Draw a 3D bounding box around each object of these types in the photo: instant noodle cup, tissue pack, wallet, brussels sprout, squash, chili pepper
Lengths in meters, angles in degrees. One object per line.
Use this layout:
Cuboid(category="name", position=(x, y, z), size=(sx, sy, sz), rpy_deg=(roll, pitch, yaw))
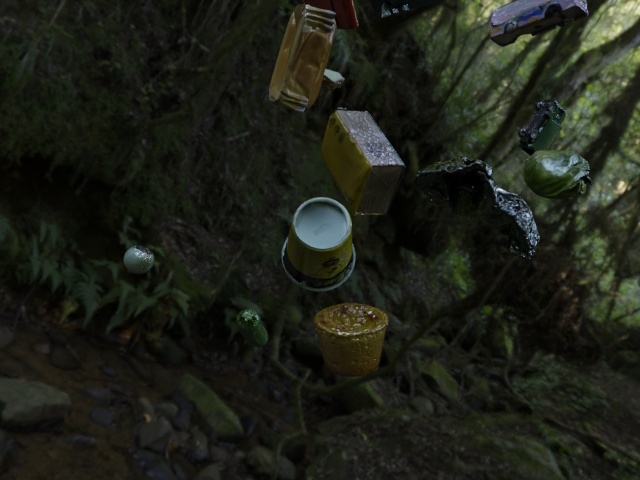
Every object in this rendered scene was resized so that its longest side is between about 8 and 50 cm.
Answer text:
Cuboid(category="instant noodle cup", position=(0.000, 0.000, 1.550), size=(0.215, 0.216, 0.236), rpy_deg=(31, -22, 10))
Cuboid(category="tissue pack", position=(0.111, -0.227, 1.682), size=(0.134, 0.192, 0.271), rpy_deg=(-6, 47, -24))
Cuboid(category="wallet", position=(0.013, -0.639, 1.498), size=(0.142, 0.045, 0.204), rpy_deg=(13, -34, 28))
Cuboid(category="brussels sprout", position=(0.554, -0.161, 1.382), size=(0.101, 0.139, 0.181), rpy_deg=(76, -9, -49))
Cuboid(category="squash", position=(-0.204, 0.261, 1.743), size=(0.077, 0.068, 0.219), rpy_deg=(26, -24, 18))
Cuboid(category="chili pepper", position=(0.312, -0.080, 1.127), size=(0.264, 0.116, 0.148), rpy_deg=(33, 13, 7))

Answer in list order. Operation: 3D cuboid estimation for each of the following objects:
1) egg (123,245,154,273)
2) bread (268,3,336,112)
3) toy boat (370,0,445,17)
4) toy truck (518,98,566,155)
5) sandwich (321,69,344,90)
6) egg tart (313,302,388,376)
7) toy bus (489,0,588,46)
Cuboid(category="egg", position=(-0.537, 0.056, 1.732), size=(0.085, 0.085, 0.110), rpy_deg=(30, -23, -26))
Cuboid(category="bread", position=(-0.041, -0.432, 1.400), size=(0.107, 0.241, 0.136), rpy_deg=(13, 13, -19))
Cuboid(category="toy boat", position=(0.218, -0.570, 1.310), size=(0.093, 0.246, 0.103), rpy_deg=(-4, -74, 59))
Cuboid(category="toy truck", position=(0.608, -0.310, 1.602), size=(0.079, 0.147, 0.065), rpy_deg=(29, 5, -20))
Cuboid(category="sandwich", position=(0.022, -0.539, 1.922), size=(0.104, 0.036, 0.093), rpy_deg=(35, 36, 9))
Cuboid(category="egg tart", position=(0.083, 0.268, 1.578), size=(0.202, 0.147, 0.202), rpy_deg=(-2, 19, 1))
Cuboid(category="toy bus", position=(0.636, -0.667, 1.719), size=(0.090, 0.112, 0.274), rpy_deg=(12, -13, -42))
